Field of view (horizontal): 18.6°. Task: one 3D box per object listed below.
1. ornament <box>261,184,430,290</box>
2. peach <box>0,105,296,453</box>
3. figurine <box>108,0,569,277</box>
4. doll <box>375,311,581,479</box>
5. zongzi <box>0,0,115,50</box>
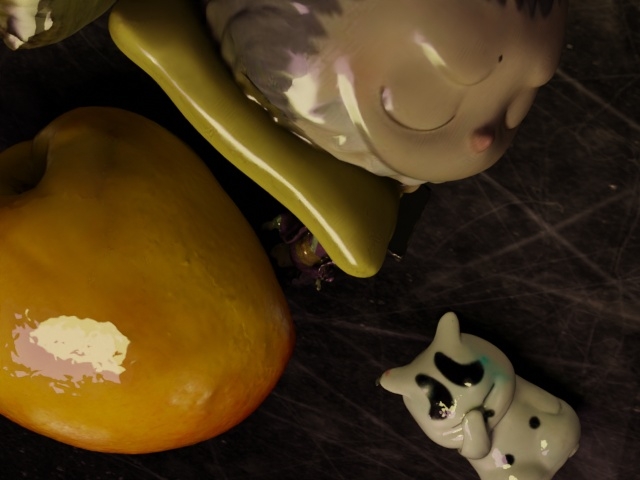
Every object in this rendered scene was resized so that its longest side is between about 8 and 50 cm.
[{"bbox_3d":[-0.005,-0.006,1.693,0.081,0.088,0.203,39,146,-19],"label":"ornament"},{"bbox_3d":[-0.182,0.052,1.686,0.289,0.289,0.308,-13,118,43],"label":"peach"},{"bbox_3d":[0.077,-0.219,1.263,0.377,0.361,0.266,-41,118,18],"label":"figurine"},{"bbox_3d":[0.155,0.160,1.802,0.180,0.110,0.107,40,-177,-25],"label":"doll"},{"bbox_3d":[-0.282,-0.326,1.284,0.393,0.174,0.356,19,121,15],"label":"zongzi"}]
